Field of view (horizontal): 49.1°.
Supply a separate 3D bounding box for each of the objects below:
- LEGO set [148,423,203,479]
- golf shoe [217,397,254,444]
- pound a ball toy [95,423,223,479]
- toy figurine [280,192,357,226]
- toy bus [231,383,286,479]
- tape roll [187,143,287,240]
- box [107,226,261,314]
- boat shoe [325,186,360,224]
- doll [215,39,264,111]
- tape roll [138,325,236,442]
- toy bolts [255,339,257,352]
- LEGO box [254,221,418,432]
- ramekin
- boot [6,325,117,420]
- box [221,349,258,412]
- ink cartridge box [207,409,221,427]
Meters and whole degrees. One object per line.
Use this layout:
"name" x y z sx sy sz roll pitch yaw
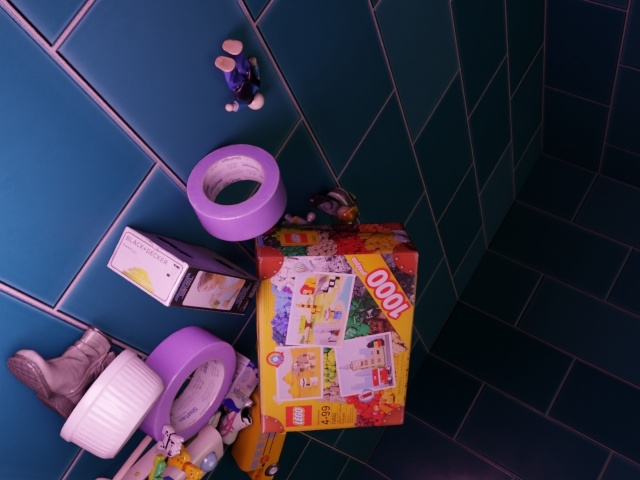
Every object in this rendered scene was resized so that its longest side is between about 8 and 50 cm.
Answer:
"LEGO set" -0.328 0.536 1.585 0.087 0.093 0.227 8 101 -58
"golf shoe" -0.239 0.514 1.986 0.067 0.086 0.186 -29 140 -53
"pound a ball toy" -0.379 0.568 1.708 0.319 0.136 0.208 -42 148 -40
"toy figurine" 0.000 0.000 1.877 0.213 0.148 0.209 -37 144 -43
"toy bus" -0.177 0.578 2.101 0.130 0.108 0.332 -3 121 -35
"tape roll" -0.167 -0.098 1.412 0.189 0.189 0.080 -53 154 -22
"box" -0.265 0.067 1.411 0.087 0.169 0.290 -62 157 2
"boat shoe" 0.066 -0.102 1.995 0.068 0.081 0.227 -60 162 -15
"doll" -0.156 -0.314 1.393 0.189 0.046 0.129 54 56 -69
"tape roll" -0.322 0.343 1.657 0.275 0.090 0.274 -45 150 -35
"toy bolts" -0.057 0.320 2.063 0.228 0.159 0.218 -43 148 -37
"LEGO box" 0.027 0.216 1.755 0.193 0.373 0.499 -105 -165 -64
"ramekin" -0.398 0.327 1.374 0.207 0.109 0.207 -54 180 0
"boot" -0.465 0.216 1.287 0.161 0.084 0.246 -55 162 -28
"box" -0.231 0.380 1.887 0.137 0.072 0.126 -57 154 -14
"ink cartridge box" -0.301 0.488 1.906 0.083 0.028 0.048 -7 120 -62
